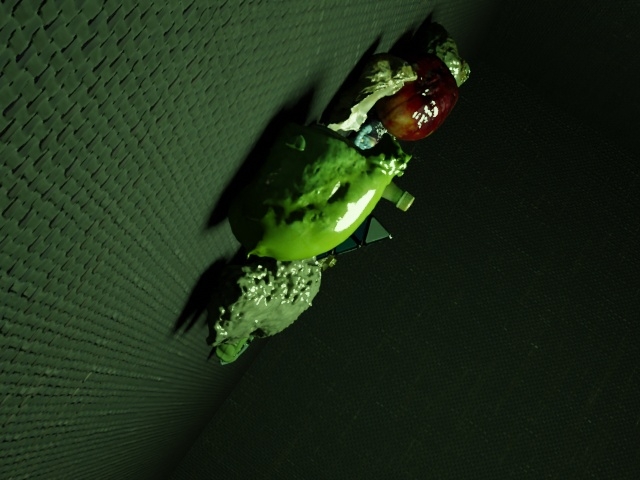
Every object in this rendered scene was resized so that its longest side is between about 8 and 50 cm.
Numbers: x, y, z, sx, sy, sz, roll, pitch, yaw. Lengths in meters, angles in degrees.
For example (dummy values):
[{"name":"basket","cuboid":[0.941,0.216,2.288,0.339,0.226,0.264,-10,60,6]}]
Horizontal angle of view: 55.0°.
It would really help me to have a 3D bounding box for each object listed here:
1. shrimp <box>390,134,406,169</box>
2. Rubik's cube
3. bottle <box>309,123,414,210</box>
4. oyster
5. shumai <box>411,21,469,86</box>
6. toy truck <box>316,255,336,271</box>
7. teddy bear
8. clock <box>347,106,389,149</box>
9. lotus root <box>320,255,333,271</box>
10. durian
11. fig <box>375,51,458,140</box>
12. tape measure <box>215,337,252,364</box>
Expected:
[{"name":"shrimp","cuboid":[0.203,-0.282,2.019,0.117,0.145,0.343,7,135,-43]},{"name":"Rubik's cube","cuboid":[0.041,-0.079,1.781,0.250,0.234,0.284,-20,-177,3]},{"name":"bottle","cuboid":[0.081,-0.152,1.312,0.083,0.270,0.083,-56,175,-7]},{"name":"oyster","cuboid":[0.098,-0.333,1.382,0.233,0.107,0.161,-38,-177,12]},{"name":"shumai","cuboid":[0.302,-0.498,1.794,0.218,0.189,0.256,-38,-167,12]},{"name":"toy truck","cuboid":[-0.042,0.031,1.889,0.127,0.127,0.257,-51,158,-1]},{"name":"teddy bear","cuboid":[-0.155,0.107,1.448,0.357,0.224,0.367,-54,159,6]},{"name":"clock","cuboid":[0.134,-0.285,1.816,0.194,0.100,0.195,-49,163,-46]},{"name":"lotus root","cuboid":[0.003,0.005,2.166,0.210,0.142,0.314,-56,175,0]},{"name":"durian","cuboid":[-0.018,-0.097,1.160,0.339,0.256,0.204,-56,-145,2]},{"name":"fig","cuboid":[0.249,-0.380,1.640,0.224,0.224,0.263,-53,160,-19]},{"name":"tape measure","cuboid":[-0.270,0.318,1.991,0.177,0.087,0.154,-56,175,30]}]
